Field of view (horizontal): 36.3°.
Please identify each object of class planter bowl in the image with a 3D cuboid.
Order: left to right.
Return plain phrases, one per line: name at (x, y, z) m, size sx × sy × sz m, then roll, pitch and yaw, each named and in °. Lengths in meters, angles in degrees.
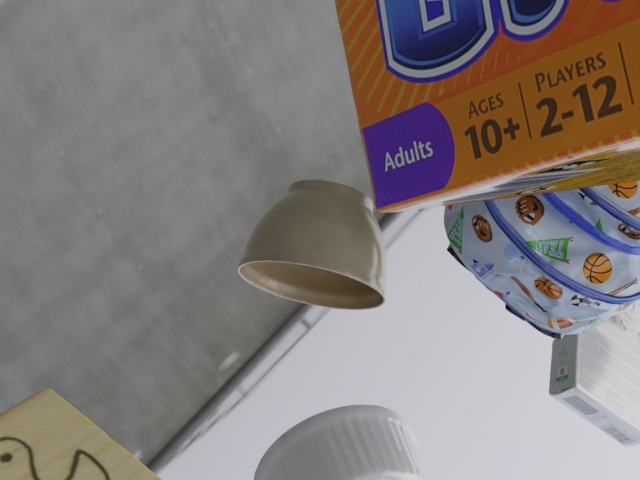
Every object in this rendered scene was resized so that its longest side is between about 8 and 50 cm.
planter bowl at (0.000, 0.000, 1.062) m, size 0.162 × 0.162 × 0.109 m, roll 145°, pitch -41°, yaw -66°

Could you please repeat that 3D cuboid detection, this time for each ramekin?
ramekin at (0.045, 0.403, 1.541) m, size 0.277 × 0.277 × 0.135 m, roll -44°, pitch -141°, yaw 13°

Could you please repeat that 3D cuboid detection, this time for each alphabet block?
alphabet block at (-0.287, 0.298, 0.943) m, size 0.197 × 0.192 × 0.193 m, roll -33°, pitch 151°, yaw -51°

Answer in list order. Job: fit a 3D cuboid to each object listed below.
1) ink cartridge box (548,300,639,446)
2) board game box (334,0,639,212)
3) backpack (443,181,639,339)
ink cartridge box at (0.410, 0.158, 1.412) m, size 0.056 × 0.181 × 0.224 m, roll -28°, pitch -142°, yaw 43°
board game box at (0.239, -0.234, 0.534) m, size 0.356 × 0.356 × 0.356 m, roll -8°, pitch 175°, yaw -35°
backpack at (0.265, -0.046, 0.989) m, size 0.263 × 0.276 × 0.213 m, roll -52°, pitch 173°, yaw -25°
